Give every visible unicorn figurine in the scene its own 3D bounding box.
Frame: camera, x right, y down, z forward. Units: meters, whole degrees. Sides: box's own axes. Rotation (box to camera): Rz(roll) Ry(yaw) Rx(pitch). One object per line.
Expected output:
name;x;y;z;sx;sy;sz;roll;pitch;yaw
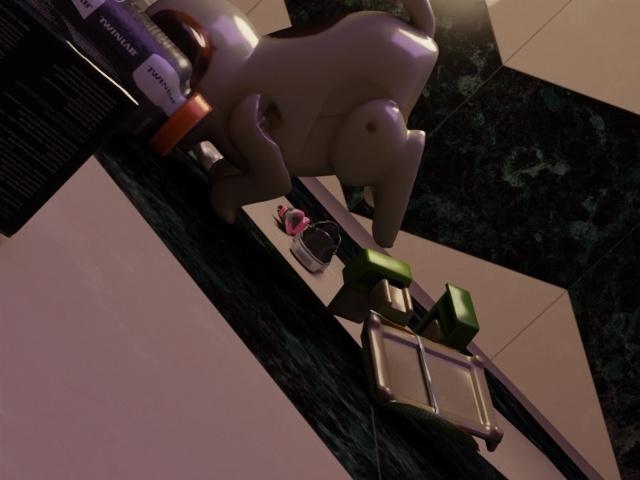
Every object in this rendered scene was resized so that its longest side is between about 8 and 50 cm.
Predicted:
unicorn figurine;-0.156;-0.117;1.782;0.111;0.060;0.162;48;-10;17

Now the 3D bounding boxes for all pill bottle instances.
pill bottle;-0.243;-0.215;1.380;0.246;0.130;0.130;46;6;-6

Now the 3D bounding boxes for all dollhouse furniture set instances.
dollhouse furniture set;0.112;0.183;1.581;0.197;0.151;0.302;22;33;-22

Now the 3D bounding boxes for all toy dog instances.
toy dog;-0.063;-0.203;1.566;0.407;0.396;0.285;13;26;-6

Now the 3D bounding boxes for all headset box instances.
headset box;-0.285;-0.176;0.794;0.246;0.131;0.283;41;8;-40

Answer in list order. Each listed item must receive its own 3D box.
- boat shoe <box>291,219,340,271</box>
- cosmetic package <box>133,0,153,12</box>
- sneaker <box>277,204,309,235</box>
boat shoe;0.000;0.000;1.959;0.080;0.076;0.228;47;6;3
cosmetic package;-0.380;-0.440;2.124;0.238;0.107;0.127;44;6;1
sneaker;-0.057;-0.041;2.028;0.057;0.047;0.119;41;-3;11
